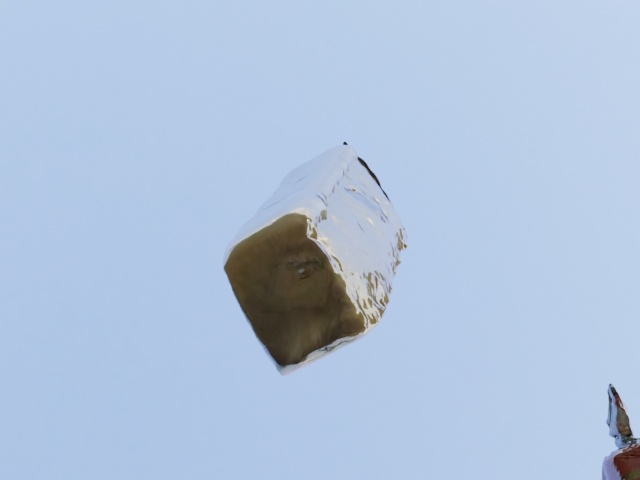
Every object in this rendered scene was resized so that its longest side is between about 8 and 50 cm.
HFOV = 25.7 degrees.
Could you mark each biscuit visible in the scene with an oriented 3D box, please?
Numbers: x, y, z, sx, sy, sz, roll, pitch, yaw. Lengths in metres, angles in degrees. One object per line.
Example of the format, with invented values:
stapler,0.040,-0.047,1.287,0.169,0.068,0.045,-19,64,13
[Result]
biscuit,0.000,0.000,0.588,0.052,0.188,0.056,-26,-81,11

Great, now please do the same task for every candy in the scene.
candy,0.293,0.247,1.217,0.059,0.086,0.292,-6,-139,-7
